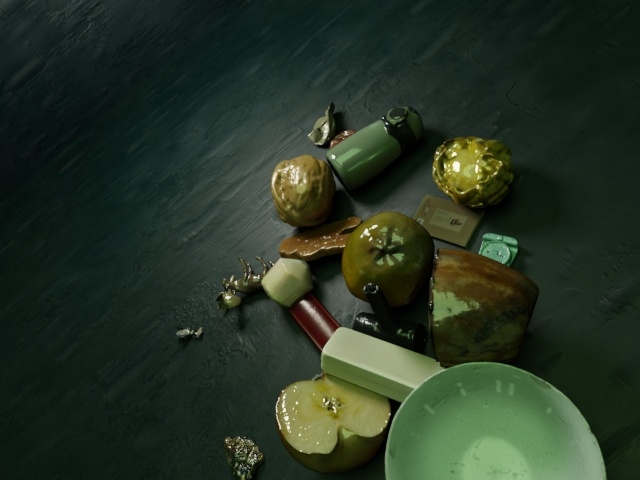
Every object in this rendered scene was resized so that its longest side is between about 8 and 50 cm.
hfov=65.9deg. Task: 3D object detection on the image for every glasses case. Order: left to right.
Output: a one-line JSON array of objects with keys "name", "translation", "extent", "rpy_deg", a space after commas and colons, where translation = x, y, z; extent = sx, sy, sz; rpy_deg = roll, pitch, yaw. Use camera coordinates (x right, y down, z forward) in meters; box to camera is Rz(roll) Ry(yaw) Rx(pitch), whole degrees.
[{"name": "glasses case", "translation": [0.164, 0.335, 1.306], "extent": [0.313, 0.070, 0.131], "rpy_deg": [16, 32, 20]}]

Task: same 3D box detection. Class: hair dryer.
[{"name": "hair dryer", "translation": [0.170, 0.203, 1.348], "extent": [0.197, 0.251, 0.089], "rpy_deg": [8, 49, 33]}]

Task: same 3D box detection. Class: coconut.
[{"name": "coconut", "translation": [-0.099, 0.128, 1.594], "extent": [0.152, 0.147, 0.147], "rpy_deg": [-47, 52, 3]}]

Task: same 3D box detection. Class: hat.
[{"name": "hat", "translation": [0.035, -0.461, 1.930], "extent": [0.147, 0.085, 0.175], "rpy_deg": [-45, 14, 44]}]

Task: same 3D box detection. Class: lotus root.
[{"name": "lotus root", "translation": [0.386, 0.200, 1.205], "extent": [0.250, 0.316, 0.316], "rpy_deg": [8, 65, 21]}]

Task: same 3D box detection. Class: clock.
[{"name": "clock", "translation": [0.496, 0.049, 1.402], "extent": [0.101, 0.041, 0.135], "rpy_deg": [14, 68, 33]}]

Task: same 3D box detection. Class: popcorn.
[{"name": "popcorn", "translation": [0.466, -0.209, 1.486], "extent": [0.250, 0.190, 0.250], "rpy_deg": [-8, 61, 15]}]

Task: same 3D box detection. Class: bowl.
[{"name": "bowl", "translation": [0.378, 0.503, 1.086], "extent": [0.435, 0.196, 0.434], "rpy_deg": [-13, 58, 21]}]

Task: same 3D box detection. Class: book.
[{"name": "book", "translation": [0.390, -0.064, 1.542], "extent": [0.199, 0.016, 0.138], "rpy_deg": [22, 73, 35]}]

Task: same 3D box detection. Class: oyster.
[{"name": "oyster", "translation": [-0.234, 0.618, 1.422], "extent": [0.148, 0.051, 0.103], "rpy_deg": [14, 61, 44]}]

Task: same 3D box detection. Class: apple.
[{"name": "apple", "translation": [0.029, 0.480, 1.287], "extent": [0.293, 0.163, 0.251], "rpy_deg": [-11, 34, -18]}]

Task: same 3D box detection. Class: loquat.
[{"name": "loquat", "translation": [0.185, 0.052, 1.409], "extent": [0.276, 0.284, 0.275], "rpy_deg": [-3, 72, 8]}]

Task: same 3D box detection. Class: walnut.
[{"name": "walnut", "translation": [-0.060, -0.166, 1.705], "extent": [0.224, 0.257, 0.256], "rpy_deg": [-36, 42, 46]}]

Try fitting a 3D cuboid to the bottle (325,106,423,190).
[{"name": "bottle", "translation": [0.195, -0.328, 1.710], "extent": [0.347, 0.168, 0.168], "rpy_deg": [-35, 52, 0]}]

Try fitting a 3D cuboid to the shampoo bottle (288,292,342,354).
[{"name": "shampoo bottle", "translation": [0.009, 0.273, 1.498], "extent": [0.102, 0.064, 0.260], "rpy_deg": [-40, 51, -7]}]

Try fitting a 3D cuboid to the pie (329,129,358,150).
[{"name": "pie", "translation": [0.101, -0.353, 1.855], "extent": [0.154, 0.038, 0.153], "rpy_deg": [-14, 53, 19]}]

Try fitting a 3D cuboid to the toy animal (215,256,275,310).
[{"name": "toy animal", "translation": [-0.260, 0.151, 1.694], "extent": [0.215, 0.093, 0.185], "rpy_deg": [-6, 67, 15]}]

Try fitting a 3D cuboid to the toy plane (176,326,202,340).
[{"name": "toy plane", "translation": [-0.466, 0.326, 1.731], "extent": [0.121, 0.031, 0.049], "rpy_deg": [-4, 51, 28]}]

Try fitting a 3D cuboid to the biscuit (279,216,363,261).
[{"name": "biscuit", "translation": [0.001, 0.003, 1.655], "extent": [0.295, 0.044, 0.186], "rpy_deg": [-11, 31, 22]}]
